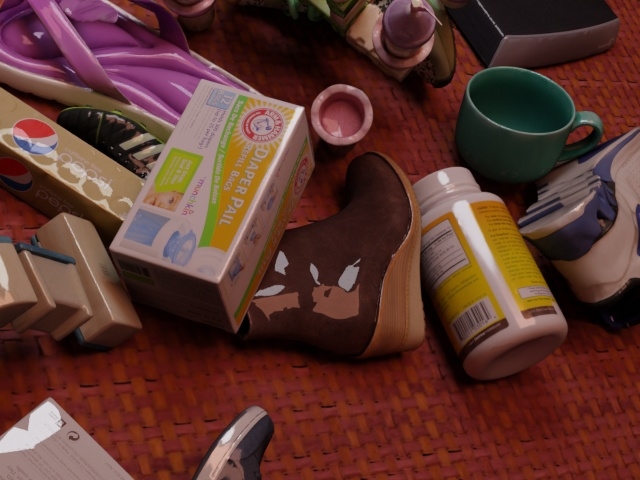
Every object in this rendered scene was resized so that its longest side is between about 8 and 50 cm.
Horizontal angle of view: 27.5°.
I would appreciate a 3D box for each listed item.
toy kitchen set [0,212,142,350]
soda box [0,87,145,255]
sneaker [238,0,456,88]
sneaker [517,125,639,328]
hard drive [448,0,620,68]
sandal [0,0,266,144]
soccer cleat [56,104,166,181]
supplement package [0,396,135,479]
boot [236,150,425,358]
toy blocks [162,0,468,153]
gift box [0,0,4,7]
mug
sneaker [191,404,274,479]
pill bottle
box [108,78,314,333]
[{"bbox_3d":[-0.292,0.056,1.138,0.122,0.166,0.207,61,14,21],"label":"toy kitchen set"},{"bbox_3d":[-0.255,-0.066,1.255,0.181,0.058,0.061,33,46,-3],"label":"soda box"},{"bbox_3d":[-0.011,-0.312,1.568,0.182,0.158,0.410,-43,83,-13],"label":"sneaker"},{"bbox_3d":[0.332,-0.001,1.512,0.182,0.127,0.315,60,31,-10],"label":"sneaker"},{"bbox_3d":[0.285,-0.317,1.764,0.255,0.054,0.172,-15,65,-37],"label":"hard drive"},{"bbox_3d":[-0.211,-0.206,1.357,0.416,0.102,0.169,25,45,-9],"label":"sandal"},{"bbox_3d":[-0.184,-0.075,1.304,0.179,0.060,0.072,26,51,-13],"label":"soccer cleat"},{"bbox_3d":[-0.253,0.256,0.951,0.134,0.139,0.244,43,48,7],"label":"supplement package"},{"bbox_3d":[0.000,0.000,1.328,0.207,0.090,0.248,9,56,-27],"label":"boot"},{"bbox_3d":[0.017,-0.296,1.368,0.289,0.260,0.309,40,85,4],"label":"toy blocks"},{"bbox_3d":[-0.401,-0.107,1.064,0.276,0.258,0.255,30,46,-13],"label":"gift box"},{"bbox_3d":[0.236,-0.122,1.537,0.158,0.097,0.129,32,46,20],"label":"mug"},{"bbox_3d":[-0.051,0.260,1.090,0.163,0.086,0.226,27,56,5],"label":"sneaker"},{"bbox_3d":[0.166,0.031,1.382,0.117,0.117,0.215,-6,60,-33],"label":"pill bottle"},{"bbox_3d":[-0.095,-0.034,1.228,0.114,0.103,0.203,16,63,15],"label":"box"}]
